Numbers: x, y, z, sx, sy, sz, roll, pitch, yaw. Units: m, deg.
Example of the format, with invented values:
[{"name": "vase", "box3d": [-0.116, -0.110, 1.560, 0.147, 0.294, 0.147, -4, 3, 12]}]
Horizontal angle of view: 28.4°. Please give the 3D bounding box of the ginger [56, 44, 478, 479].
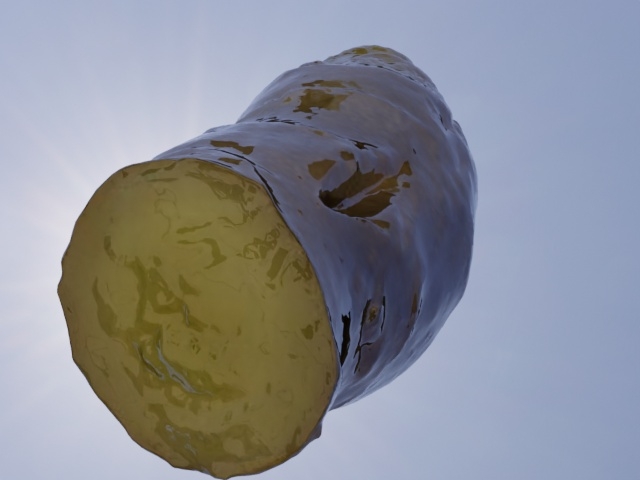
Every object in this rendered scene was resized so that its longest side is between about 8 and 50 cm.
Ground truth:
[{"name": "ginger", "box3d": [0.000, 0.000, 0.459, 0.109, 0.263, 0.116, 26, -70, 8]}]
